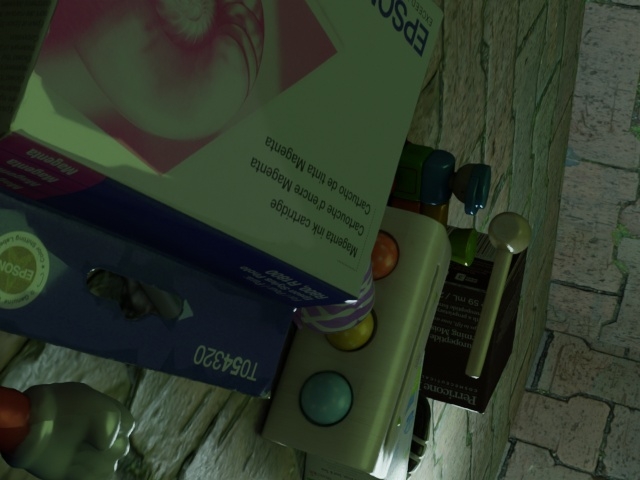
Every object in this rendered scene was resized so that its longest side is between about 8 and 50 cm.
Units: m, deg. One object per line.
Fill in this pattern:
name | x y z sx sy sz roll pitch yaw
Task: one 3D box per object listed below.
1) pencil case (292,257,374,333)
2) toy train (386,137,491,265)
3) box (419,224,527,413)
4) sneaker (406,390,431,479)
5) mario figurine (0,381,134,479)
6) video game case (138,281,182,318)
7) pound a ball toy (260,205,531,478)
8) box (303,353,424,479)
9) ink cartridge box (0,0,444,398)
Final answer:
pencil case | 0.000 0.000 0.798 0.088 0.086 0.206 -31 141 -14
toy train | 0.129 0.002 1.107 0.105 0.143 0.248 -45 143 -53
box | 0.191 0.105 1.296 0.167 0.168 0.203 -47 144 -53
sneaker | 0.076 0.341 1.266 0.282 0.106 0.162 -63 163 -7
mario figurine | -0.165 0.133 0.371 0.321 0.170 0.198 91 -12 -49
video game case | -0.080 -0.011 0.725 0.201 0.023 0.184 71 37 -55
pound a ball toy | 0.084 0.088 0.953 0.136 0.208 0.319 51 56 -65
box | 0.052 0.232 1.104 0.114 0.103 0.203 -33 133 -61
ink cartridge box | -0.058 -0.076 0.562 0.324 0.071 0.330 27 75 -52
